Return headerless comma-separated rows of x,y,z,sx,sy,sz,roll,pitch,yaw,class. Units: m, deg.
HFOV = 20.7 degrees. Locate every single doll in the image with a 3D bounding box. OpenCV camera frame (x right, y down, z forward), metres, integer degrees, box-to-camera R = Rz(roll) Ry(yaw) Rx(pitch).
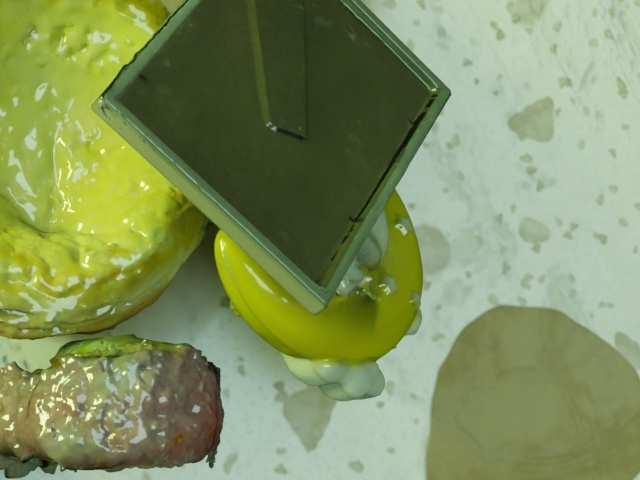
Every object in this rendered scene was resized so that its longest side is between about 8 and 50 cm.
0.000,0.000,1.442,0.252,0.111,0.237,47,46,-25,doll

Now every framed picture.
-0.026,-0.113,1.387,0.232,0.024,0.315,44,42,-10,framed picture

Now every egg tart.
-0.223,-0.075,1.345,0.315,0.120,0.315,3,84,-28,egg tart

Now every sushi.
-0.130,0.125,1.323,0.241,0.161,0.108,4,83,-42,sushi
